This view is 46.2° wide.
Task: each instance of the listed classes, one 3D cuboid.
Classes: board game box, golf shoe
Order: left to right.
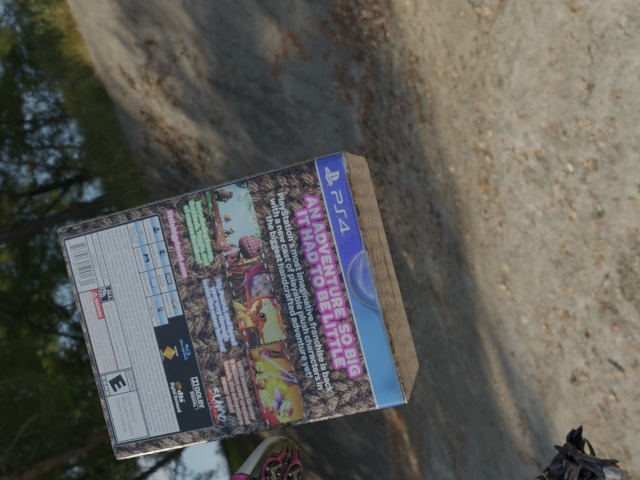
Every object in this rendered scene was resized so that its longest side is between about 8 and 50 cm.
[{"bbox_3d":[-0.087,0.251,0.688,0.067,0.186,0.086,29,-176,-42],"label":"golf shoe"},{"bbox_3d":[-0.074,0.061,0.750,0.141,0.291,0.232,-20,-84,-78],"label":"board game box"}]

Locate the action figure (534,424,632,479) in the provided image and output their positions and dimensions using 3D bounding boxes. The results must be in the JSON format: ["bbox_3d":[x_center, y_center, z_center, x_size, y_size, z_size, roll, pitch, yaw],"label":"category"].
[{"bbox_3d":[0.365,0.380,1.083,0.141,0.276,0.164,22,117,39],"label":"action figure"}]
